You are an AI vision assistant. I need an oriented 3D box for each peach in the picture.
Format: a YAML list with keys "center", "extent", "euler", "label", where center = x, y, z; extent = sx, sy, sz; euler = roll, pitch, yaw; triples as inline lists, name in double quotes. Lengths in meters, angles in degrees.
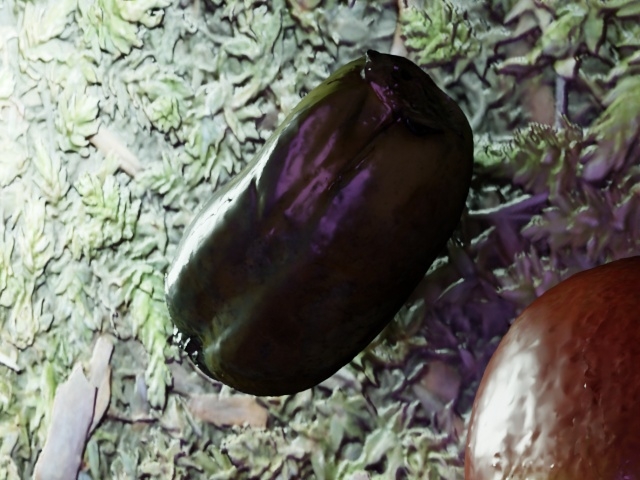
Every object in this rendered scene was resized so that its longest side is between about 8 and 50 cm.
- center: [0.209, 0.138, 0.656]
  extent: [0.281, 0.281, 0.238]
  euler: [43, 158, 31]
  label: "peach"

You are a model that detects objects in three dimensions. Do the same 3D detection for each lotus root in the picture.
- center: [0.000, 0.000, 0.878]
  extent: [0.152, 0.160, 0.275]
  euler: [45, 120, 4]
  label: "lotus root"
